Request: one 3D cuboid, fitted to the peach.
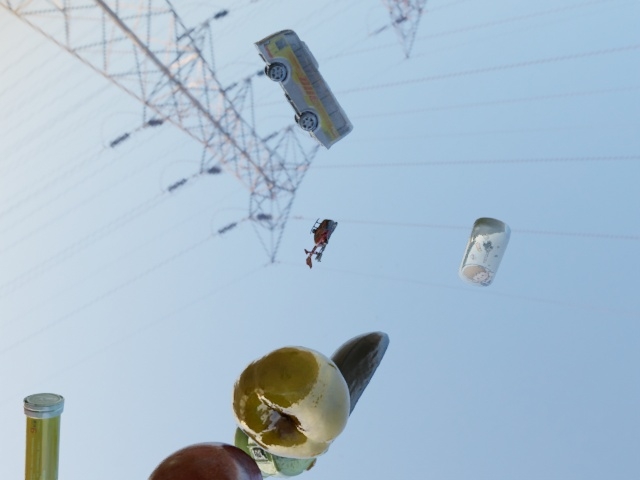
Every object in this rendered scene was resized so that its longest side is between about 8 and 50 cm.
[{"bbox_3d":[-0.041,0.234,1.123,0.179,0.179,0.103,-26,-162,26],"label":"peach"}]

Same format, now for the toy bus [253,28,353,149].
[{"bbox_3d":[-0.025,-0.228,1.173,0.075,0.190,0.064,-32,-161,1],"label":"toy bus"}]

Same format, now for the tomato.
[{"bbox_3d":[-0.145,0.344,1.022,0.167,0.167,0.167,-29,-146,22],"label":"tomato"}]

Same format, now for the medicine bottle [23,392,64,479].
[{"bbox_3d":[-0.517,0.398,1.446,0.074,0.074,0.218,15,-78,54],"label":"medicine bottle"}]

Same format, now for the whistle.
[{"bbox_3d":[-0.068,0.349,1.352,0.106,0.131,0.288,-18,175,-36],"label":"whistle"}]

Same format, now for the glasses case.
[{"bbox_3d":[0.294,0.023,1.406,0.067,0.178,0.045,17,-127,10],"label":"glasses case"}]

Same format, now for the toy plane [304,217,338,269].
[{"bbox_3d":[0.000,0.000,1.823,0.145,0.037,0.060,-59,-141,26],"label":"toy plane"}]

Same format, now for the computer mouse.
[{"bbox_3d":[0.038,0.275,1.505,0.269,0.086,0.137,-57,179,-28],"label":"computer mouse"}]
